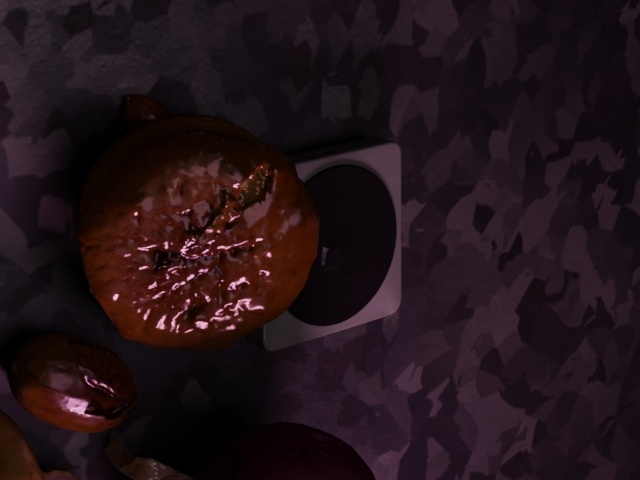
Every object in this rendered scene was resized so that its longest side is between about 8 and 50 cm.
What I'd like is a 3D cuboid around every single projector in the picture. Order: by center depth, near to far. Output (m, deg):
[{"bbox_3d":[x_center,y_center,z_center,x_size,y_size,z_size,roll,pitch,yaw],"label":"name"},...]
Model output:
[{"bbox_3d":[0.000,0.000,2.235,0.257,0.079,0.259,-15,113,-39],"label":"projector"}]

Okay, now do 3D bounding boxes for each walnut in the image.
[{"bbox_3d":[-0.302,0.179,2.002,0.207,0.115,0.116,31,82,-43],"label":"walnut"}]

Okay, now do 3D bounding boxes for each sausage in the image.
[{"bbox_3d":[-0.192,-0.113,2.045,0.062,0.054,0.183,-48,127,-34],"label":"sausage"}]

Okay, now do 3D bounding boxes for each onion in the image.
[{"bbox_3d":[-0.093,0.401,2.098,0.345,0.358,0.358,16,92,-36],"label":"onion"}]

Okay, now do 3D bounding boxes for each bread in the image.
[{"bbox_3d":[-0.155,-0.015,1.981,0.312,0.172,0.312,-9,122,-14],"label":"bread"}]

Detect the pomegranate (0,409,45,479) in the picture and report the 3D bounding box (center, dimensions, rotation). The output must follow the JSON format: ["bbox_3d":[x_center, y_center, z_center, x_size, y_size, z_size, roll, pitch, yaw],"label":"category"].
[{"bbox_3d":[-0.424,0.292,1.831,0.248,0.248,0.248,-14,112,-38],"label":"pomegranate"}]

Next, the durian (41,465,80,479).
[{"bbox_3d":[-0.329,0.376,2.024,0.182,0.132,0.165,-20,128,-49],"label":"durian"}]
